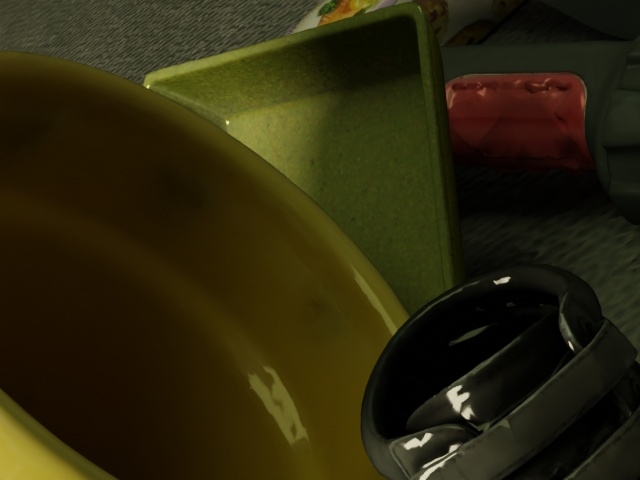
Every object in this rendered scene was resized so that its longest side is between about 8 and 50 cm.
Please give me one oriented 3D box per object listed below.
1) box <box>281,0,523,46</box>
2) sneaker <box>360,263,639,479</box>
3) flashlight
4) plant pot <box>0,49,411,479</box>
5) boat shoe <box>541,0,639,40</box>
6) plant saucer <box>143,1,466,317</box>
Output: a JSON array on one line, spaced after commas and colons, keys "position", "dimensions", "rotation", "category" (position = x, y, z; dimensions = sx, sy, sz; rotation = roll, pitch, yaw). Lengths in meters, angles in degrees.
[{"position": [0.087, -0.167, 0.899], "dimensions": [0.324, 0.067, 0.063], "rotation": [-41, 30, -5], "category": "box"}, {"position": [0.097, 0.107, 0.422], "dimensions": [0.104, 0.147, 0.296], "rotation": [-39, 30, -3], "category": "sneaker"}, {"position": [0.080, -0.049, 0.717], "dimensions": [0.103, 0.103, 0.304], "rotation": [-18, 17, -39], "category": "flashlight"}, {"position": [-0.116, 0.095, 0.596], "dimensions": [0.239, 0.254, 0.254], "rotation": [-51, 23, 25], "category": "plant pot"}, {"position": [0.135, -0.169, 0.795], "dimensions": [0.183, 0.065, 0.083], "rotation": [28, 77, 34], "category": "boat shoe"}, {"position": [0.000, 0.000, 0.704], "dimensions": [0.188, 0.188, 0.045], "rotation": [-8, -3, 44], "category": "plant saucer"}]
